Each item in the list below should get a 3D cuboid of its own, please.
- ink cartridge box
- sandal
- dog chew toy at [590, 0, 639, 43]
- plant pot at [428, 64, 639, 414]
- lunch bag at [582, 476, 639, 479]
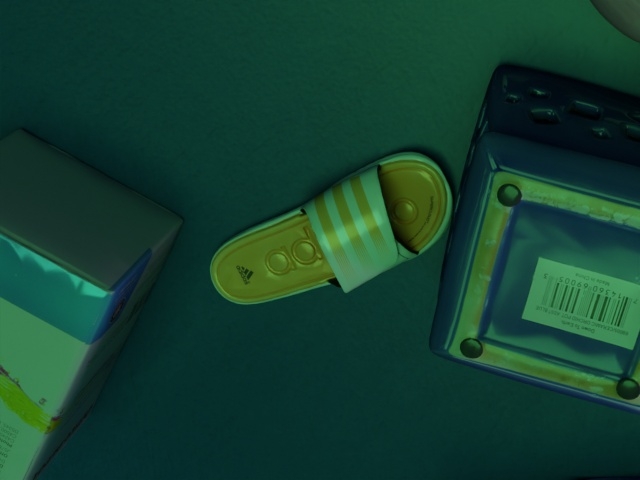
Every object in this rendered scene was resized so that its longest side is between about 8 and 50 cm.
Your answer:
[{"bbox_3d":[-0.298,0.073,1.260,0.197,0.198,0.270,29,114,2],"label":"ink cartridge box"},{"bbox_3d":[0.005,0.009,1.223,0.265,0.076,0.102,-25,103,22],"label":"sandal"},{"bbox_3d":[0.330,-0.166,0.976,0.206,0.206,0.332,-27,87,22],"label":"dog chew toy"},{"bbox_3d":[0.221,0.007,1.092,0.236,0.212,0.236,16,113,9],"label":"plant pot"},{"bbox_3d":[0.253,0.323,1.199,0.293,0.221,0.138,-19,105,20],"label":"lunch bag"}]
